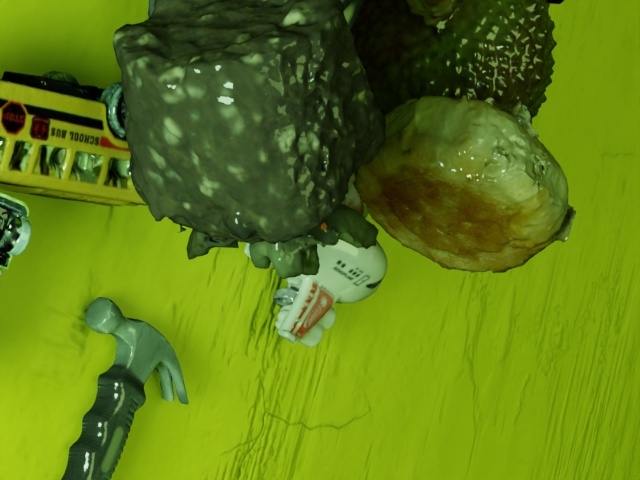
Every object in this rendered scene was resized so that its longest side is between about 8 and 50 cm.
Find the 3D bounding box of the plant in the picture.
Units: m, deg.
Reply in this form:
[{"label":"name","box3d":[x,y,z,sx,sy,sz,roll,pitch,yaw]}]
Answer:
[{"label":"plant","box3d":[-0.060,-0.079,1.509,0.213,0.215,0.312,-47,140,-44]}]

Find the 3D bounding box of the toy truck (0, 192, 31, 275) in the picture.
[{"label":"toy truck","box3d":[-0.337,0.038,1.426,0.085,0.116,0.191,19,91,-35]}]

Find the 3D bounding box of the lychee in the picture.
[{"label":"lychee","box3d":[0.153,-0.225,1.925,0.270,0.270,0.320,-43,160,-41]}]

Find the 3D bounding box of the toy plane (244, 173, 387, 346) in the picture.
[{"label":"toy plane","box3d":[-0.003,0.000,1.855,0.252,0.118,0.252,-12,105,-53]}]

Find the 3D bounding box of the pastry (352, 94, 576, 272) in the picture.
[{"label":"pastry","box3d":[0.157,-0.068,1.797,0.236,0.257,0.121,42,57,-27]}]

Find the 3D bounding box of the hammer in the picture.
[{"label":"hammer","box3d":[-0.220,0.189,1.649,0.159,0.041,0.226,46,57,-42]}]

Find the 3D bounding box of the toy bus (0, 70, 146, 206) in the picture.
[{"label":"toy bus","box3d":[-0.271,-0.104,1.499,0.335,0.121,0.123,8,94,-53]}]

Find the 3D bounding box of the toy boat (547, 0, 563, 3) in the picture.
[{"label":"toy boat","box3d":[0.244,-0.374,2.004,0.134,0.299,0.092,38,90,-19]}]

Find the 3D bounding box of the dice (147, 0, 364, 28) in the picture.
[{"label":"dice","box3d":[-0.059,-0.263,1.655,0.182,0.183,0.181,-66,171,28]}]
